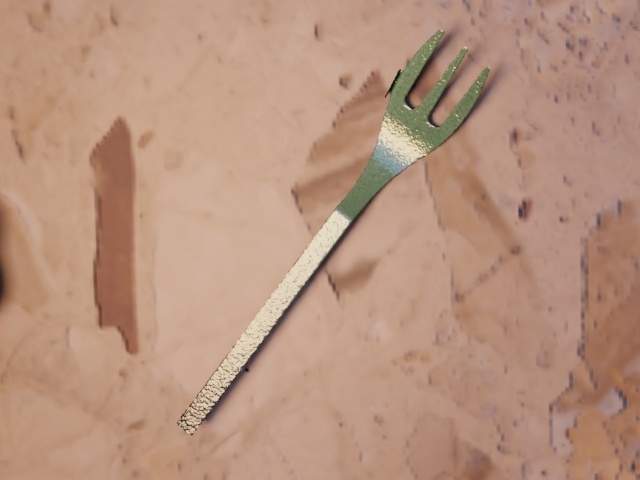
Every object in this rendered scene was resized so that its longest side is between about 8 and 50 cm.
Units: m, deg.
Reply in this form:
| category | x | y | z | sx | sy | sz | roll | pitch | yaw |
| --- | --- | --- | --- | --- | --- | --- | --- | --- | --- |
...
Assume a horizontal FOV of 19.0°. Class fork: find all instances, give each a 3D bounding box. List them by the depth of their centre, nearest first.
| category | x | y | z | sx | sy | sz | roll | pitch | yaw |
| --- | --- | --- | --- | --- | --- | --- | --- | --- | --- |
| fork | 0.001 | 0.000 | 0.925 | 0.039 | 0.021 | 0.235 | 40 | 105 | 10 |
